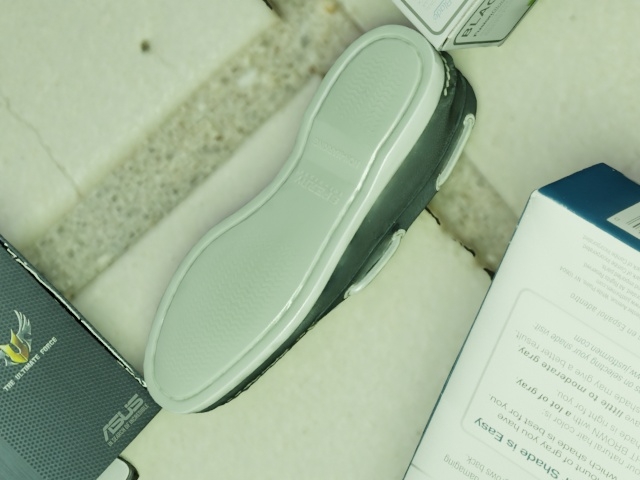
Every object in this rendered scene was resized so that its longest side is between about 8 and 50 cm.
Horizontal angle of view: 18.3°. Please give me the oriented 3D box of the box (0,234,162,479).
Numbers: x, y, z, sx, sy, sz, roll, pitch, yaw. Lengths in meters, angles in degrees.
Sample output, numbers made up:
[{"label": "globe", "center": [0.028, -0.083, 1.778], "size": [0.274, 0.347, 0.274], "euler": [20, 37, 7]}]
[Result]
[{"label": "box", "center": [-0.246, 0.128, 1.315], "size": [0.183, 0.059, 0.233], "euler": [46, 68, -5]}]

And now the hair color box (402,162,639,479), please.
[{"label": "hair color box", "center": [0.153, 0.147, 1.200], "size": [0.174, 0.105, 0.347], "euler": [33, 116, 22]}]

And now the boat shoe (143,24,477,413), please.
[{"label": "boat shoe", "center": [0.000, 0.000, 1.337], "size": [0.302, 0.091, 0.114], "euler": [-50, 52, 6]}]

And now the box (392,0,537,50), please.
[{"label": "box", "center": [0.056, -0.282, 1.324], "size": [0.290, 0.087, 0.169], "euler": [48, 119, 20]}]

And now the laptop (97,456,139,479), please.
[{"label": "laptop", "center": [-0.400, 0.206, 1.286], "size": [0.408, 0.236, 0.382], "euler": [22, 71, 15]}]
